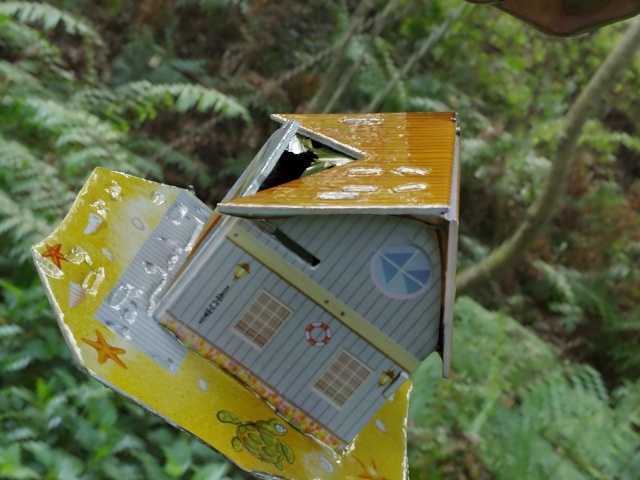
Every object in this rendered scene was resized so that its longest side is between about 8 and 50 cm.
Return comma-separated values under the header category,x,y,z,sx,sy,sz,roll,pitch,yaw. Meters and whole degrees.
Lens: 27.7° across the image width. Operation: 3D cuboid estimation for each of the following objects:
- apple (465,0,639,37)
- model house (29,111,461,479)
category,x,y,z,sx,sy,sz,roll,pitch,yaw
apple,0.200,-0.326,1.011,0.288,0.288,0.316,21,63,-36
model house,0.000,0.000,0.586,0.207,0.136,0.219,38,18,-6
